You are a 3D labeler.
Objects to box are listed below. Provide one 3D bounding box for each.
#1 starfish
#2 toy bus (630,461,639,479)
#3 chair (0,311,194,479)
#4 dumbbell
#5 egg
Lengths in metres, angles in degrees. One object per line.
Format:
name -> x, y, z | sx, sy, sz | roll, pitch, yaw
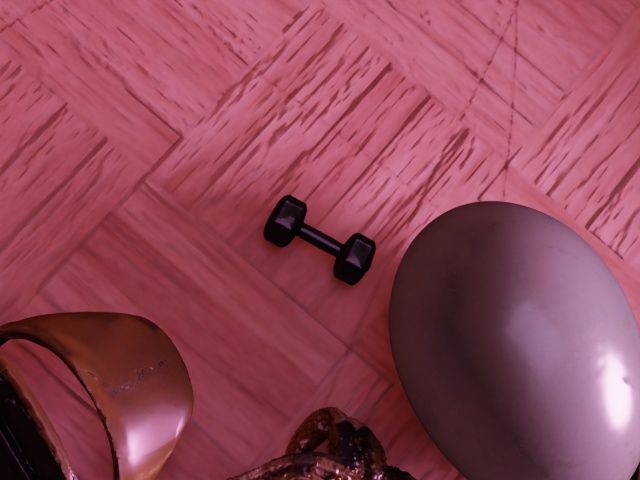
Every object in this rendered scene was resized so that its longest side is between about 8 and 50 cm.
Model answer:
starfish -> 0.021, 0.210, 1.067 | 0.190, 0.074, 0.146 | 47, 46, 1
toy bus -> 0.315, 0.180, 1.133 | 0.194, 0.088, 0.083 | 12, 70, -7
chair -> -0.214, 0.142, 1.008 | 0.159, 0.172, 0.247 | 57, 28, 8
dumbbell -> 0.000, 0.000, 1.151 | 0.083, 0.040, 0.036 | 29, 102, -1
egg -> 0.140, 0.082, 1.084 | 0.168, 0.168, 0.231 | -22, 81, -17
